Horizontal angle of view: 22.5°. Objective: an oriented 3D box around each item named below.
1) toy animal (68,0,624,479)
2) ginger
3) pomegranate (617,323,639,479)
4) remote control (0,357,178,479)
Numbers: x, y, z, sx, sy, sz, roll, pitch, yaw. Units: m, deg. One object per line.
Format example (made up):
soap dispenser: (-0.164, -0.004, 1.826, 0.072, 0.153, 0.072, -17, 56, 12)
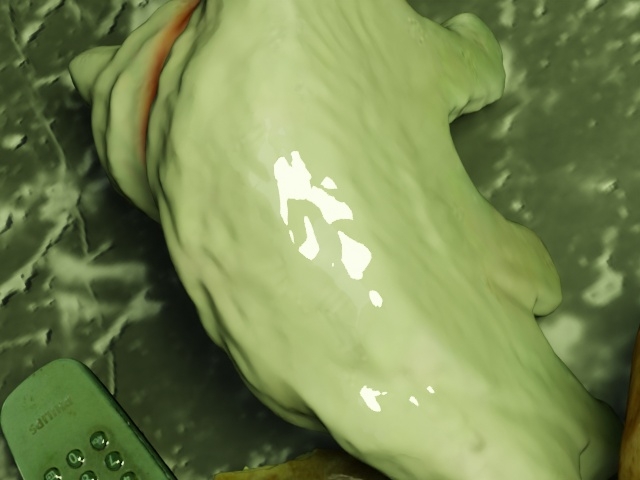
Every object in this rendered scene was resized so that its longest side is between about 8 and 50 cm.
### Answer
toy animal: (0.000, 0.000, 0.754, 0.188, 0.266, 0.308, -27, 111, 23)
ginger: (0.018, 0.123, 0.766, 0.137, 0.044, 0.057, 0, 45, 12)
pomegranate: (0.231, 0.080, 0.614, 0.248, 0.248, 0.248, -5, 73, 16)
remote control: (-0.084, 0.154, 0.788, 0.072, 0.042, 0.222, -38, 68, 4)
